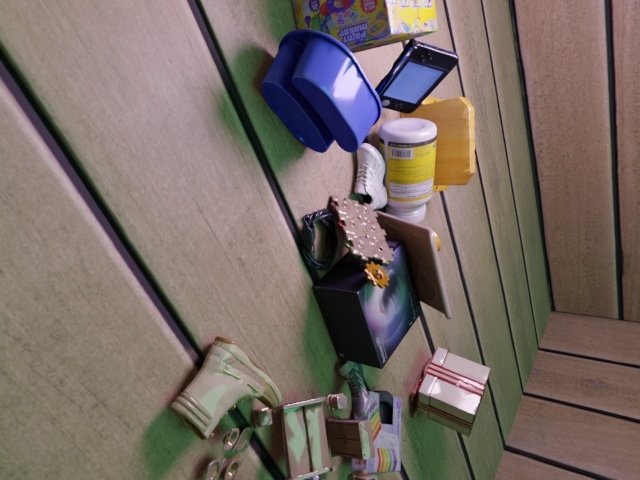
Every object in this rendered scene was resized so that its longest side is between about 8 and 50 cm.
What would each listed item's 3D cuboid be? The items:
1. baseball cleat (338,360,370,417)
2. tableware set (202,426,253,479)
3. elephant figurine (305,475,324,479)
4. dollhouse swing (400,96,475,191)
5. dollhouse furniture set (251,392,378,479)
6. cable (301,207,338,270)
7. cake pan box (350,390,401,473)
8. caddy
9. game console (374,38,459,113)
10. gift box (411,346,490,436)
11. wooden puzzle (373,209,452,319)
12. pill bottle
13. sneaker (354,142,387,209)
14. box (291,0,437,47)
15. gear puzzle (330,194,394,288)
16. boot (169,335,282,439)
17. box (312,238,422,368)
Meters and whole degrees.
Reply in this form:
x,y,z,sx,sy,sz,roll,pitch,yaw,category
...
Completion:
x,y,z,sx,sy,sz,roll,pitch,yaw,category
0.100,0.458,1.469,0.109,0.072,0.205,37,25,-23,baseball cleat
-0.220,0.523,1.126,0.141,0.020,0.168,-66,155,-13,tableware set
-0.021,0.780,1.332,0.186,0.169,0.239,-64,162,17,elephant figurine
0.477,-0.358,1.726,0.315,0.305,0.346,-13,102,-50,dollhouse swing
-0.039,0.610,1.314,0.356,0.174,0.303,2,72,-32,dollhouse furniture set
0.000,0.000,1.378,0.151,0.047,0.184,-28,111,-52,cable
0.201,0.663,1.615,0.246,0.070,0.266,34,54,-48,cake pan box
0.013,-0.383,1.205,0.341,0.241,0.179,45,63,-43,caddy
0.251,-0.447,1.427,0.250,0.293,0.173,8,68,-19,game console
0.524,0.635,1.904,0.255,0.258,0.276,-50,148,-39,gift box
0.315,0.060,1.543,0.081,0.348,0.322,-26,116,-16,wooden puzzle
0.294,-0.232,1.580,0.188,0.188,0.333,-38,135,-43,pill bottle
0.154,-0.198,1.513,0.115,0.090,0.232,-32,116,-41,sneaker
0.127,-0.633,1.285,0.279,0.290,0.176,-32,116,-46,box
0.132,0.009,1.384,0.176,0.044,0.338,11,45,-33,gear puzzle
-0.215,0.381,1.094,0.203,0.095,0.262,-57,131,-32,boot
0.163,0.193,1.479,0.294,0.183,0.296,-42,123,-39,box
